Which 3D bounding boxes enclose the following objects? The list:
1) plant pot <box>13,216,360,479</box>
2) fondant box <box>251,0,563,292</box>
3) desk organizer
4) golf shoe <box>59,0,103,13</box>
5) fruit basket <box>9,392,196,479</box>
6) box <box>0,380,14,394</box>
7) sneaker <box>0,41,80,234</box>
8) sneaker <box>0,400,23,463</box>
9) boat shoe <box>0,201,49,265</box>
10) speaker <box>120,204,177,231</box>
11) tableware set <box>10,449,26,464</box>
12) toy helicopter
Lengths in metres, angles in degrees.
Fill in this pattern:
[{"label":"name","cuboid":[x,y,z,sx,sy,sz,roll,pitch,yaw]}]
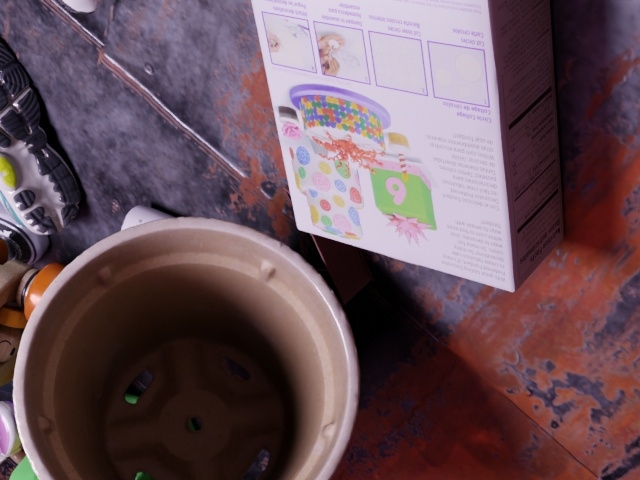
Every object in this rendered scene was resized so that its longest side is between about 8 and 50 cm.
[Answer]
[{"label":"plant pot","cuboid":[-0.137,0.176,1.397,0.334,0.334,0.305,42,166,8]},{"label":"fondant box","cuboid":[0.073,-0.137,1.105,0.238,0.096,0.330,16,131,34]},{"label":"desk organizer","cuboid":[0.000,0.000,1.327,0.047,0.050,0.130,-3,120,45]},{"label":"golf shoe","cuboid":[-0.213,-0.291,1.260,0.094,0.077,0.198,32,141,19]},{"label":"fruit basket","cuboid":[-0.313,0.391,1.818,0.392,0.283,0.392,11,125,16]},{"label":"box","cuboid":[-0.482,0.123,1.892,0.175,0.051,0.220,4,125,41]},{"label":"sneaker","cuboid":[-0.392,-0.125,1.558,0.110,0.107,0.275,13,131,48]},{"label":"sneaker","cuboid":[-0.461,0.283,1.968,0.236,0.105,0.095,-26,83,60]},{"label":"boat shoe","cuboid":[-0.509,0.013,1.734,0.306,0.105,0.113,4,129,21]},{"label":"speaker","cuboid":[-0.160,0.004,1.481,0.136,0.055,0.055,21,135,30]},{"label":"tableware set","cuboid":[-0.529,0.320,2.117,0.194,0.039,0.128,19,134,32]},{"label":"toy helicopter","cuboid":[-0.397,0.160,1.697,0.140,0.235,0.355,22,161,14]}]
